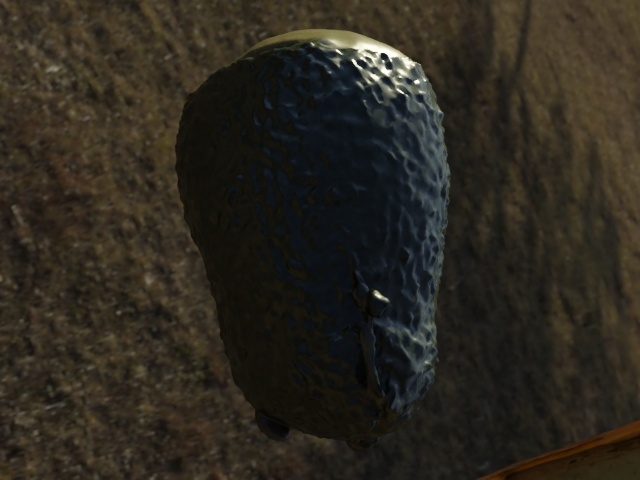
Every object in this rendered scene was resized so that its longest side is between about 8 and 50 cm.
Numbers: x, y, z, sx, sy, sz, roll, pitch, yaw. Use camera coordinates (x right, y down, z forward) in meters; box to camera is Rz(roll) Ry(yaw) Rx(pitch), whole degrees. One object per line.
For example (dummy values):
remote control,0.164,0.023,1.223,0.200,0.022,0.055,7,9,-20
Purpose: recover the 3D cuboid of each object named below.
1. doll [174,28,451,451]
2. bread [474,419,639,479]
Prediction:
doll,0.000,0.000,0.946,0.247,0.247,0.350,15,60,-53
bread,0.293,0.229,0.731,0.323,0.333,0.143,45,34,-38
